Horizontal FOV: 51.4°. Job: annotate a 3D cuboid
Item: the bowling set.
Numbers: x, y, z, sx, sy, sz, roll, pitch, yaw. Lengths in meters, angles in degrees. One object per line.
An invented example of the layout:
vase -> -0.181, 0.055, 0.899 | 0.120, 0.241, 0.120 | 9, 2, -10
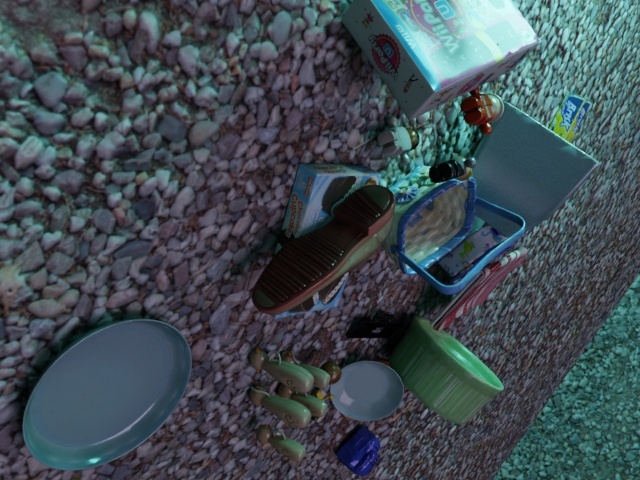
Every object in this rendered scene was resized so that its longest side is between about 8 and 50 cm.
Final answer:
bowling set -> -0.059, 0.341, 1.532 | 0.200, 0.154, 0.287 | -36, 141, -52

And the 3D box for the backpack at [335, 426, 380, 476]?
backpack -> 0.122, 0.614, 1.934 | 0.120, 0.101, 0.098 | -46, 148, -17

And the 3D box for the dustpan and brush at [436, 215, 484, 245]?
dustpan and brush -> 0.360, -0.038, 1.751 | 0.147, 0.060, 0.211 | 28, 89, -42

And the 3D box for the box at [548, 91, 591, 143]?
box -> 0.692, -0.328, 1.879 | 0.054, 0.059, 0.169 | 4, 114, -51

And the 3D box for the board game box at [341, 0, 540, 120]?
board game box -> 0.223, -0.378, 1.204 | 0.303, 0.224, 0.097 | -30, 174, -29

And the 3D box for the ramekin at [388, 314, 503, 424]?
ramekin -> 0.331, 0.357, 1.814 | 0.148, 0.303, 0.303 | -52, 143, 8

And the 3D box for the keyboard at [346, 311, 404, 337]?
keyboard -> 0.147, 0.214, 1.730 | 0.100, 0.038, 0.192 | -45, 149, 25

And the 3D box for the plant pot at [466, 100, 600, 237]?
plant pot -> 0.460, -0.150, 1.569 | 0.252, 0.247, 0.248 | -57, 174, 15

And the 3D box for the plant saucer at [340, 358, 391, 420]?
plant saucer -> 0.138, 0.425, 1.861 | 0.200, 0.037, 0.200 | -27, 134, -32

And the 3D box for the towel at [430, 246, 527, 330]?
towel -> 0.453, 0.134, 1.877 | 0.329, 0.037, 0.237 | -17, 148, -53

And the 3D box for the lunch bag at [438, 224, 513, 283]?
lunch bag -> 0.420, 0.022, 1.750 | 0.176, 0.090, 0.219 | -43, 166, 31

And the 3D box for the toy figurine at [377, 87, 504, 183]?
toy figurine -> 0.241, -0.234, 1.350 | 0.148, 0.213, 0.210 | -23, 138, -57

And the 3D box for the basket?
basket -> 0.257, -0.026, 1.447 | 0.254, 0.289, 0.201 | -36, 143, -24

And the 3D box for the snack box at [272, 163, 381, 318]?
snack box -> 0.000, 0.000, 1.379 | 0.187, 0.060, 0.322 | -6, 121, -44

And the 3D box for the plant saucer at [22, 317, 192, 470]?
plant saucer -> -0.377, 0.268, 1.189 | 0.317, 0.043, 0.318 | -26, 134, -31

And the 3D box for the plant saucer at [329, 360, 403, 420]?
plant saucer -> 0.121, 0.388, 1.753 | 0.194, 0.037, 0.195 | 0, 114, 1

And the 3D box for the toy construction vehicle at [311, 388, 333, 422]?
toy construction vehicle -> -0.017, 0.425, 1.704 | 0.086, 0.035, 0.098 | 38, 84, -41

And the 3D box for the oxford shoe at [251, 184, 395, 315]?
oxford shoe -> 0.022, 0.043, 1.291 | 0.348, 0.123, 0.130 | -37, 142, -16

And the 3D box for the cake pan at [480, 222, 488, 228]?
cake pan -> 0.566, -0.117, 1.906 | 0.293, 0.054, 0.293 | -27, 135, -31
